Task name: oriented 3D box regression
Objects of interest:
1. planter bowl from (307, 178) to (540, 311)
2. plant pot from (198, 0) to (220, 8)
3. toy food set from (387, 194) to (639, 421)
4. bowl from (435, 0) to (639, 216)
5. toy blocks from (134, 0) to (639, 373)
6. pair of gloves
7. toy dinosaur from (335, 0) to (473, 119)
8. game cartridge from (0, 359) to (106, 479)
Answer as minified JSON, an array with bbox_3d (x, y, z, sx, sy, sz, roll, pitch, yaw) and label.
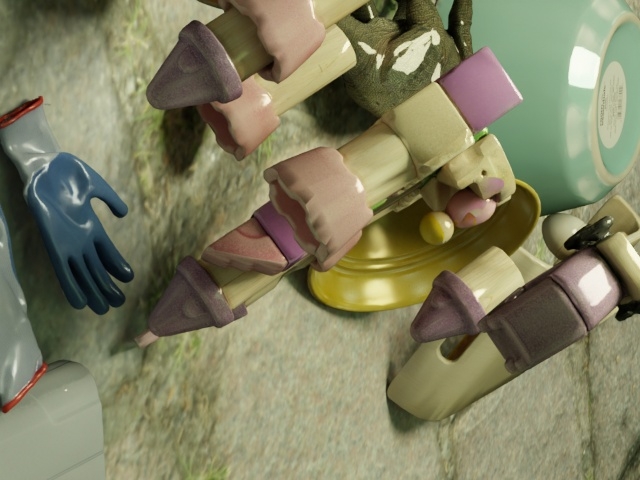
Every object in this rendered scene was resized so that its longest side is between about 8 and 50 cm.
[{"bbox_3d":[0.079,-0.029,1.299,0.217,0.217,0.090,37,29,-57],"label":"planter bowl"},{"bbox_3d":[-0.068,-0.262,0.952,0.188,0.205,0.205,-63,148,-1],"label":"plant pot"},{"bbox_3d":[0.205,0.059,1.528,0.306,0.092,0.220,-17,148,-57],"label":"toy food set"},{"bbox_3d":[0.243,-0.156,1.529,0.311,0.163,0.311,-20,113,-58],"label":"bowl"},{"bbox_3d":[0.000,0.000,0.973,0.260,0.309,0.288,-35,177,-13],"label":"toy blocks"},{"bbox_3d":[-0.190,0.003,0.929,0.198,0.023,0.159,-52,126,-50],"label":"pair of gloves"},{"bbox_3d":[0.077,-0.160,1.282,0.313,0.121,0.160,17,71,-64],"label":"toy dinosaur"},{"bbox_3d":[-0.214,0.243,0.941,0.196,0.060,0.294,-21,115,-53],"label":"game cartridge"}]
